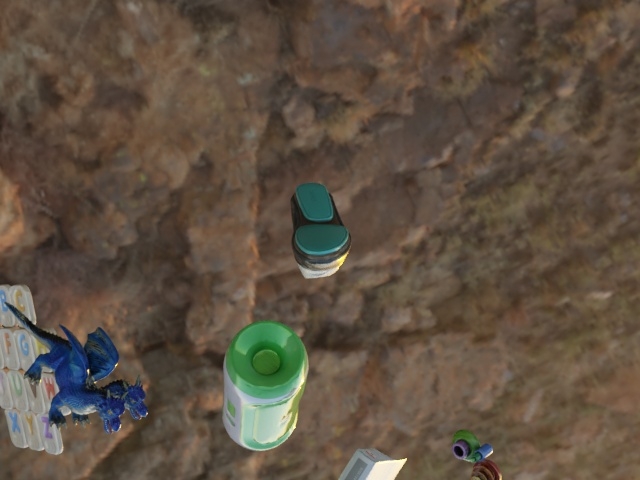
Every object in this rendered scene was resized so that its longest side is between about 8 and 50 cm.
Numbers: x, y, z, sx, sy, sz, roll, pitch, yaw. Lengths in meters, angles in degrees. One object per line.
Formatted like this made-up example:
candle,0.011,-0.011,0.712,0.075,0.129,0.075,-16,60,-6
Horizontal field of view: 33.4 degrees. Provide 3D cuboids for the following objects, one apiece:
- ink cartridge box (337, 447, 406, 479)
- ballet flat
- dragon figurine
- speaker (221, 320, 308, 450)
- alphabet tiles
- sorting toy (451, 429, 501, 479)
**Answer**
ink cartridge box,0.065,0.406,1.736,0.145,0.045,0.179,-58,160,3
ballet flat,0.000,0.000,1.712,0.095,0.280,0.096,-1,116,-1
dragon figurine,-0.348,0.173,1.534,0.144,0.289,0.085,-46,149,23
speaker,-0.089,0.231,1.650,0.131,0.131,0.296,-15,155,-13
alphabet tiles,-0.492,0.209,1.731,0.021,0.278,0.284,-14,-173,-41
sorting toy,0.228,0.331,1.596,0.042,0.102,0.061,-23,153,-41
